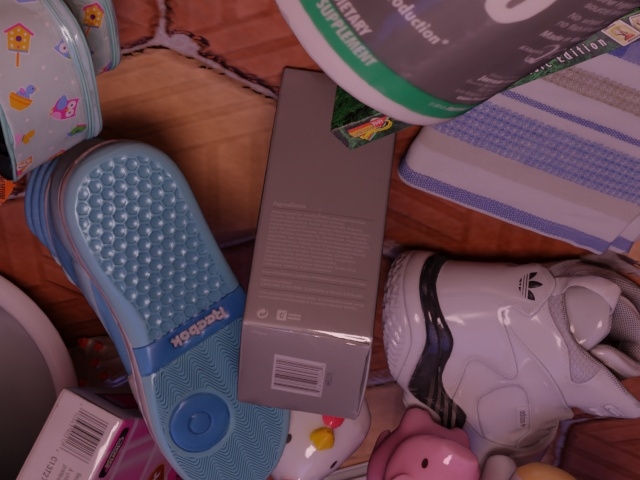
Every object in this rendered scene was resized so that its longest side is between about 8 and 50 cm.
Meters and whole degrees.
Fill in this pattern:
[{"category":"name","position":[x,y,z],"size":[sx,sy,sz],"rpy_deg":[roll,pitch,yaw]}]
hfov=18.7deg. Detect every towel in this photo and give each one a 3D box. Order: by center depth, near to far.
[{"category":"towel","position":[0.199,-0.096,1.466],"size":[0.209,0.034,0.285],"rpy_deg":[18,143,-10]}]

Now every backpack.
[{"category":"backpack","position":[-0.219,-0.144,1.344],"size":[0.144,0.188,0.166],"rpy_deg":[-23,149,-16]}]

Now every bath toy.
[{"category":"bath toy","position":[0.101,0.213,1.634],"size":[0.348,0.129,0.151],"rpy_deg":[26,138,-12]}]

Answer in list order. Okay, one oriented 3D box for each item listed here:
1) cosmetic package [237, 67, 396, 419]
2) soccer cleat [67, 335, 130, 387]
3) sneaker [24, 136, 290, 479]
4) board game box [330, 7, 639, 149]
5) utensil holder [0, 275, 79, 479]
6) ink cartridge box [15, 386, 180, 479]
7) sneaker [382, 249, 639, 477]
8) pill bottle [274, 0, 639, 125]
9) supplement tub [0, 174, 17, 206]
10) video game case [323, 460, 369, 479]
[{"category":"cosmetic package","position":[0.000,0.000,1.470],"size":[0.107,0.238,0.127],"rpy_deg":[10,149,2]},{"category":"soccer cleat","position":[-0.172,0.118,1.835],"size":[0.196,0.068,0.076],"rpy_deg":[-21,146,35]},{"category":"sneaker","position":[-0.136,0.048,1.584],"size":[0.127,0.208,0.319],"rpy_deg":[-25,111,-16]},{"category":"board game box","position":[0.122,-0.157,1.299],"size":[0.259,0.136,0.030],"rpy_deg":[-20,139,34]},{"category":"utensil holder","position":[-0.409,0.238,1.839],"size":[0.327,0.328,0.385],"rpy_deg":[13,149,-7]},{"category":"ink cartridge box","position":[-0.183,0.217,1.696],"size":[0.069,0.176,0.371],"rpy_deg":[27,-179,10]},{"category":"sneaker","position":[0.196,0.140,1.718],"size":[0.210,0.137,0.366],"rpy_deg":[-2,141,20]},{"category":"pill bottle","position":[0.149,-0.232,1.110],"size":[0.204,0.204,0.361],"rpy_deg":[33,132,-32]},{"category":"supplement tub","position":[-0.330,-0.093,1.509],"size":[0.117,0.117,0.190],"rpy_deg":[-23,136,38]},{"category":"video game case","position":[0.115,0.285,2.054],"size":[0.285,0.025,0.204],"rpy_deg":[-20,137,36]}]
